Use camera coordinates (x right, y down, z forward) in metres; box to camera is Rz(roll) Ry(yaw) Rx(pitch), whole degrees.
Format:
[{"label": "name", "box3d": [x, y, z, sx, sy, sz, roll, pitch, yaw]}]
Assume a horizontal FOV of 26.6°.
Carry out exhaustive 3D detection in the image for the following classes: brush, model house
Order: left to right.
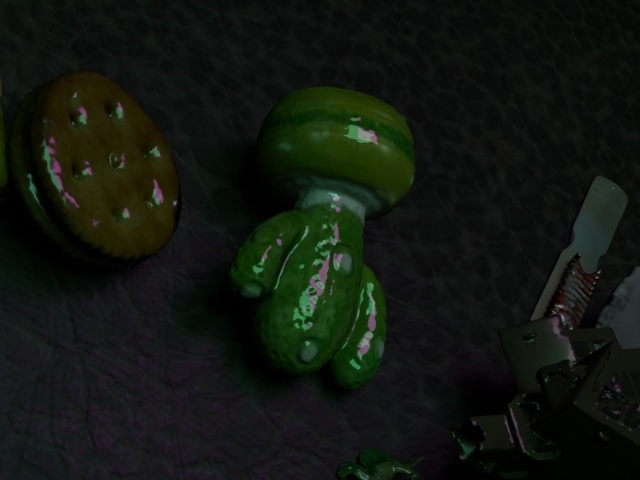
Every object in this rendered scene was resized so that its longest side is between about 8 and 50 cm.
[{"label": "model house", "box3d": [0.248, 0.192, 1.521, 0.243, 0.211, 0.204, 0, 62, -34]}, {"label": "brush", "box3d": [0.354, 0.020, 1.803, 0.060, 0.050, 0.321, 37, 49, -5]}]

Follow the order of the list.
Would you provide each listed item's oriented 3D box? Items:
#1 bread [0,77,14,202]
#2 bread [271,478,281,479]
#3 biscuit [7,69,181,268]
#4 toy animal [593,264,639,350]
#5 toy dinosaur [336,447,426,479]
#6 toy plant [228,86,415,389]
[{"label": "bread", "box3d": [-0.378, -0.129, 1.395, 0.116, 0.077, 0.200, -3, 66, -26]}, {"label": "bread", "box3d": [-0.070, 0.302, 1.313, 0.129, 0.111, 0.114, 13, 49, -54]}, {"label": "biscuit", "box3d": [-0.231, -0.075, 1.423, 0.220, 0.066, 0.220, 32, 46, -41]}, {"label": "toy animal", "box3d": [0.511, 0.164, 1.709, 0.310, 0.251, 0.251, 29, 51, -27]}, {"label": "toy dinosaur", "box3d": [0.074, 0.250, 1.497, 0.119, 0.029, 0.060, -20, 61, -41]}, {"label": "toy plant", "box3d": [0.000, 0.000, 1.510, 0.224, 0.184, 0.316, 28, 60, -40]}]
